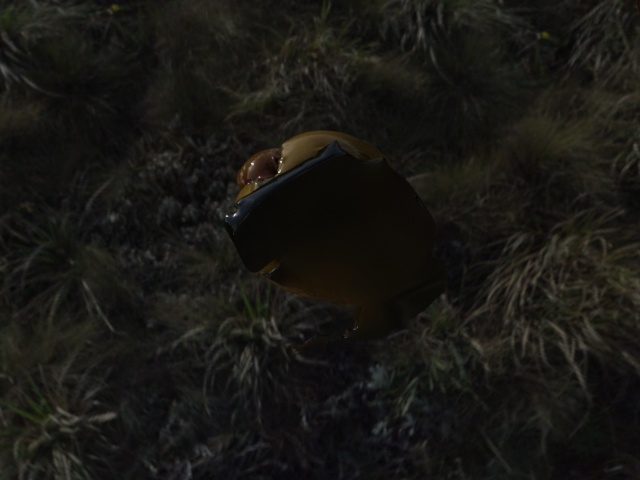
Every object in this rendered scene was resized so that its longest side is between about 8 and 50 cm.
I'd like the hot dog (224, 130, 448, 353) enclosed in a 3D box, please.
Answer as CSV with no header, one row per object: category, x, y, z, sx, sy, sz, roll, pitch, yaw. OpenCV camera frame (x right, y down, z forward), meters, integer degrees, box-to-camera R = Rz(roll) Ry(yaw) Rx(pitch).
hot dog,0.004,-0.005,0.707,0.194,0.326,0.107,-36,55,-7

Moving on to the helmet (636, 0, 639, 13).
helmet,0.562,-0.316,0.768,0.385,0.337,0.230,25,82,-4
